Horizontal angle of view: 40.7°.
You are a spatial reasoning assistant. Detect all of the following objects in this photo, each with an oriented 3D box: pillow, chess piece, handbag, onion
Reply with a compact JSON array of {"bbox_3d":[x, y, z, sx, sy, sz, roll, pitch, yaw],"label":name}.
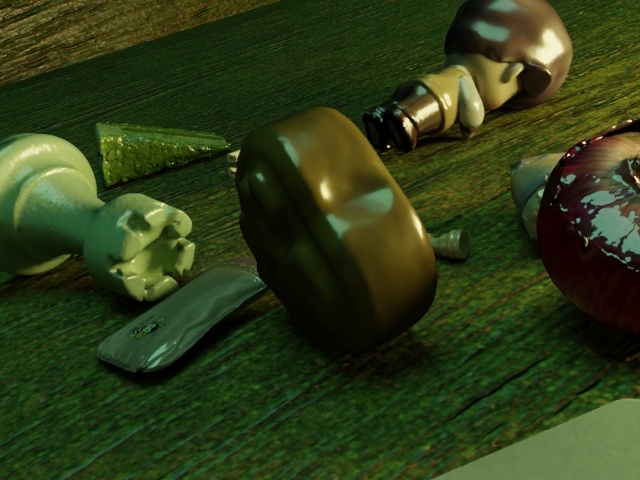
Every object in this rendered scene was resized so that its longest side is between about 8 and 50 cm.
[{"bbox_3d":[-0.139,0.075,0.954,0.130,0.038,0.232,8,33,45],"label":"pillow"},{"bbox_3d":[-0.301,-0.020,1.093,0.299,0.194,0.194,18,37,36],"label":"chess piece"},{"bbox_3d":[0.277,-0.051,0.964,0.117,0.095,0.173,-12,20,11],"label":"handbag"},{"bbox_3d":[0.121,0.006,0.989,0.092,0.035,0.035,-2,25,31],"label":"chess piece"},{"bbox_3d":[0.316,-0.009,0.768,0.248,0.161,0.248,-18,28,10],"label":"onion"}]

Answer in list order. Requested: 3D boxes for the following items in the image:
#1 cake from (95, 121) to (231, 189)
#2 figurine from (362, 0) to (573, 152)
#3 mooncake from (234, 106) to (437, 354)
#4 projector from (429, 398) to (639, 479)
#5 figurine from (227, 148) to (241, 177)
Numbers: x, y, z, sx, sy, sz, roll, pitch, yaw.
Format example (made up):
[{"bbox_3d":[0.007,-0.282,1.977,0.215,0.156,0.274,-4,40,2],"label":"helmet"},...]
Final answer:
[{"bbox_3d":[-0.281,-0.177,1.519,0.235,0.099,0.100,-17,26,-13],"label":"cake"},{"bbox_3d":[0.251,-0.245,1.372,0.365,0.206,0.218,-49,12,-17],"label":"figurine"},{"bbox_3d":[0.000,0.000,0.839,0.117,0.235,0.235,-27,27,-24],"label":"mooncake"},{"bbox_3d":[0.163,0.202,0.434,0.198,0.108,0.250,-19,23,-15],"label":"projector"},{"bbox_3d":[-0.064,-0.139,1.368,0.187,0.083,0.083,-23,25,-37],"label":"figurine"}]
